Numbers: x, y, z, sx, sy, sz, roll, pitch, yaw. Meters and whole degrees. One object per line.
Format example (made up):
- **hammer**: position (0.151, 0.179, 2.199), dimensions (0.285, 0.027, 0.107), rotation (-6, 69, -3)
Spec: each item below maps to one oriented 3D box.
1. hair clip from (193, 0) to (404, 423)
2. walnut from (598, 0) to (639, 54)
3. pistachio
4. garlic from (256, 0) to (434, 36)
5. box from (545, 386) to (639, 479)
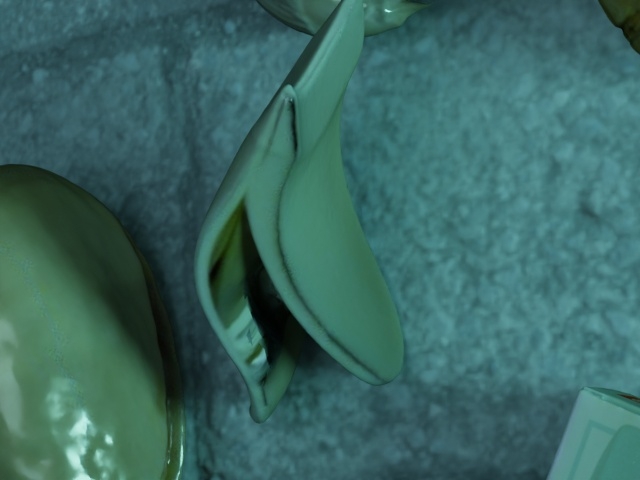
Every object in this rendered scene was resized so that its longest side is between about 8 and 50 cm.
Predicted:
- **hair clip**: position (-0.019, -0.005, 1.241), dimensions (0.113, 0.172, 0.282), rotation (-2, 120, 19)
- **walnut**: position (0.255, -0.188, 1.109), dimensions (0.207, 0.159, 0.159), rotation (-45, 62, 21)
- **pistachio**: position (-0.198, 0.082, 1.361), dimensions (0.187, 0.187, 0.299), rotation (-33, 72, 26)
- **garlic**: position (0.033, -0.251, 1.246), dimensions (0.281, 0.185, 0.203), rotation (-40, 71, 23)
- **box**: position (0.183, 0.234, 1.135), dimensions (0.135, 0.079, 0.269), rotation (23, 95, 34)
